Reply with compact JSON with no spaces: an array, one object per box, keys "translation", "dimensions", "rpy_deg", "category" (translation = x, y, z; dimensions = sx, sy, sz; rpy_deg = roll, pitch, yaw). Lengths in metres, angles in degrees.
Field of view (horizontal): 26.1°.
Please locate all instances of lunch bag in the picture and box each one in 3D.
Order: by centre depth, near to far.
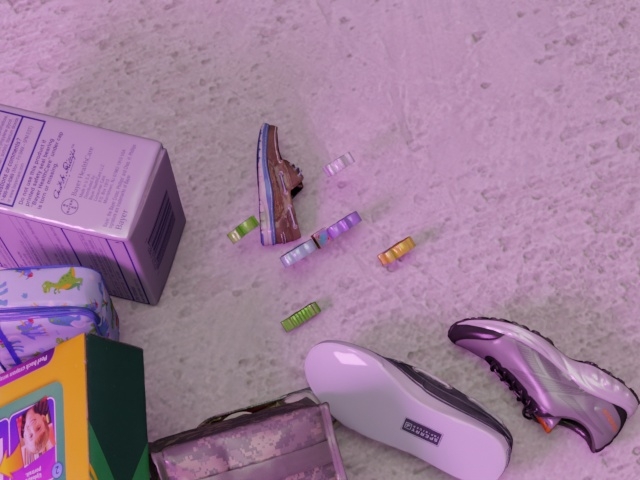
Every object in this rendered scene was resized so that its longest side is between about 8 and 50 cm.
[{"translation":[-0.078,0.366,1.731],"dimensions":[0.235,0.169,0.287],"rpy_deg":[-14,91,-13],"category":"lunch bag"},{"translation":[-0.365,0.114,1.851],"dimensions":[0.176,0.219,0.090],"rpy_deg":[-2,63,1],"category":"lunch bag"}]

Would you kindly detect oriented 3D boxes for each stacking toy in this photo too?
[{"translation":[0.000,0.000,1.941],"dimensions":[0.221,0.052,0.167],"rpy_deg":[-34,93,-10],"category":"stacking toy"}]

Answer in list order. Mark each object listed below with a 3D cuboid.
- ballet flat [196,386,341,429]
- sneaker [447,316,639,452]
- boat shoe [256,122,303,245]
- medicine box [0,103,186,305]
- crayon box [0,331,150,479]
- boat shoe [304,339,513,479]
[{"translation":[-0.065,0.244,1.865],"dimensions":[0.222,0.079,0.076],"rpy_deg":[-15,69,-4],"category":"ballet flat"},{"translation":[0.290,0.189,1.866],"dimensions":[0.272,0.100,0.108],"rpy_deg":[29,78,12],"category":"sneaker"},{"translation":[-0.058,-0.082,2.003],"dimensions":[0.066,0.066,0.183],"rpy_deg":[-2,79,-4],"category":"boat shoe"},{"translation":[-0.353,-0.050,1.888],"dimensions":[0.289,0.263,0.149],"rpy_deg":[14,70,7],"category":"medicine box"},{"translation":[-0.367,0.325,1.713],"dimensions":[0.363,0.106,0.313],"rpy_deg":[-26,58,33],"category":"crayon box"},{"translation":[0.123,0.217,1.860],"dimensions":[0.301,0.102,0.108],"rpy_deg":[26,111,9],"category":"boat shoe"}]
